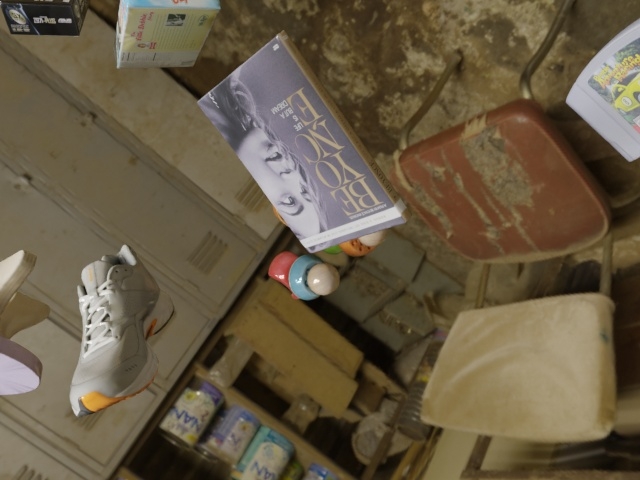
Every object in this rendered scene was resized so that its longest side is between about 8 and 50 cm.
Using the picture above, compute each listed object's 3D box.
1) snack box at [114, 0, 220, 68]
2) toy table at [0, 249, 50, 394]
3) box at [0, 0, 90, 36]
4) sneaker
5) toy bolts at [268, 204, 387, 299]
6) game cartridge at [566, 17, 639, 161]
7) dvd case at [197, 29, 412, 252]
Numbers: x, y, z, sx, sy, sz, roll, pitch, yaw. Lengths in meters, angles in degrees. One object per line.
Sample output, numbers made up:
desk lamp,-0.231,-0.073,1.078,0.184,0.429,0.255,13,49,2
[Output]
snack box,-0.350,-0.468,1.332,0.322,0.187,0.060,164,97,-67
toy table,-0.556,0.125,0.943,0.252,0.161,0.274,-16,143,14
box,-0.599,-0.535,1.325,0.147,0.180,0.077,1,142,-6
sneaker,-0.248,0.093,0.695,0.262,0.099,0.121,-109,-4,-68
toy bolts,0.000,0.000,1.157,0.218,0.228,0.158,40,161,-26
game cartridge,0.558,-0.266,1.015,0.196,0.060,0.294,48,159,5
dvd case,-0.023,-0.089,0.642,0.164,0.018,0.221,-19,114,50
